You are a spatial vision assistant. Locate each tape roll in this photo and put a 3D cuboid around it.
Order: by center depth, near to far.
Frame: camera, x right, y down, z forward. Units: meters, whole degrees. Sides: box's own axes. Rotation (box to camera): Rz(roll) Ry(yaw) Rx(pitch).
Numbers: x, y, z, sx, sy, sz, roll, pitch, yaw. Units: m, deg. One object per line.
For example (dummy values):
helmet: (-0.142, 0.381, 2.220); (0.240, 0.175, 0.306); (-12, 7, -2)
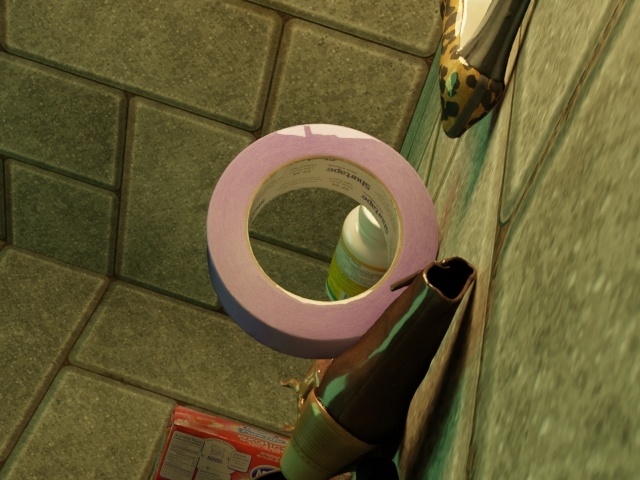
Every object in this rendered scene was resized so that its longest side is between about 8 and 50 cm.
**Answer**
tape roll: (0.000, 0.000, 1.061); (0.090, 0.274, 0.275); (109, 179, -68)

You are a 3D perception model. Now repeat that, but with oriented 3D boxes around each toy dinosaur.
toy dinosaur: (0.016, 0.239, 1.575); (0.296, 0.127, 0.200); (-85, 19, -69)

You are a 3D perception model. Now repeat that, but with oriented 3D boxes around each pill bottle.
pill bottle: (0.081, 0.016, 1.309); (0.208, 0.117, 0.118); (106, -178, -52)

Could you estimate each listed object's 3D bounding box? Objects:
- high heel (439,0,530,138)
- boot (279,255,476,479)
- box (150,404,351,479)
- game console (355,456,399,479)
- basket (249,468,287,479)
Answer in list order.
high heel: (0.158, -0.207, 1.016); (0.261, 0.093, 0.186); (-133, 67, -81)
boot: (0.073, 0.105, 0.758); (0.207, 0.090, 0.248); (-53, -13, 15)
box: (-0.101, 0.333, 1.213); (0.122, 0.256, 0.128); (-169, 97, -83)
game console: (-0.041, 0.317, 0.644); (0.361, 0.044, 0.213); (-55, -14, -20)
basket: (-0.045, 0.347, 0.971); (0.227, 0.154, 0.205); (83, -154, -79)
